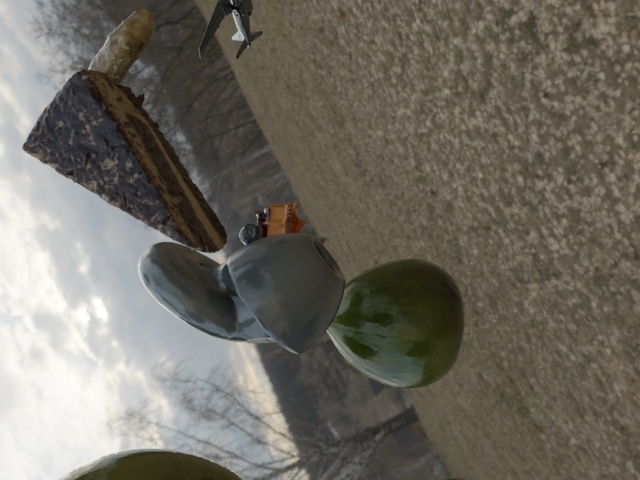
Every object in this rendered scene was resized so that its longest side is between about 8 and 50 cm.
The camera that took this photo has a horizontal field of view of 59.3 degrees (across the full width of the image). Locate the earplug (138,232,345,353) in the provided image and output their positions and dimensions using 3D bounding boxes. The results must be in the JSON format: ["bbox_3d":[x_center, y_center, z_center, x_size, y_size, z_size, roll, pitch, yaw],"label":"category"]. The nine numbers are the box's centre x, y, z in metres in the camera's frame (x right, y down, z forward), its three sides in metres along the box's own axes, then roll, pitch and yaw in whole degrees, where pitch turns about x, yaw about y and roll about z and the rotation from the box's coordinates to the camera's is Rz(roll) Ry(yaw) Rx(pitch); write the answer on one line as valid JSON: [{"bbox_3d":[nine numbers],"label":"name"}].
[{"bbox_3d":[-0.122,0.067,0.861,0.214,0.325,0.175,21,-104,-69],"label":"earplug"}]

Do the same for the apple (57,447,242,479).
[{"bbox_3d":[-0.344,0.640,1.098,0.474,0.473,0.474,62,174,12],"label":"apple"}]

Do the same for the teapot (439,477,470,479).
[{"bbox_3d":[0.203,0.454,0.891,0.130,0.165,0.119,-83,-28,-60],"label":"teapot"}]

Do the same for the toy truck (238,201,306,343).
[{"bbox_3d":[-0.093,0.066,1.114,0.114,0.135,0.271,66,-154,-67],"label":"toy truck"}]

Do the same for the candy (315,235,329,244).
[{"bbox_3d":[0.000,0.001,1.538,0.083,0.030,0.020,-17,-64,-69],"label":"candy"}]

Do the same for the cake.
[{"bbox_3d":[-0.230,-0.059,0.661,0.246,0.135,0.112,57,-166,4],"label":"cake"}]

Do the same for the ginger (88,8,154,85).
[{"bbox_3d":[-0.309,-0.205,0.789,0.075,0.288,0.089,24,-138,-26],"label":"ginger"}]

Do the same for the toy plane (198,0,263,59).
[{"bbox_3d":[-0.145,-0.418,0.972,0.058,0.226,0.226,34,160,13],"label":"toy plane"}]

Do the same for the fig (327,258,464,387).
[{"bbox_3d":[0.162,0.179,1.263,0.316,0.316,0.316,62,174,12],"label":"fig"}]
